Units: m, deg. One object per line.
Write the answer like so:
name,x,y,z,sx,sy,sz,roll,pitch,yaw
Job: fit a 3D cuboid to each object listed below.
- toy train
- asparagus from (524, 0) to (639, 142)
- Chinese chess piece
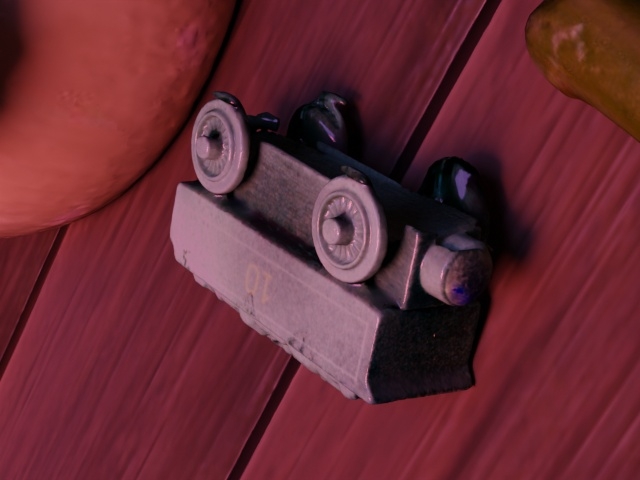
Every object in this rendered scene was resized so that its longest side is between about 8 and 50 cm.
toy train,0.000,0.000,0.568,0.172,0.070,0.099,32,118,47
asparagus,0.134,-0.030,0.441,0.045,0.041,0.178,-32,48,-12
Chinese chess piece,-0.179,-0.169,0.741,0.338,0.140,0.338,-11,75,45
